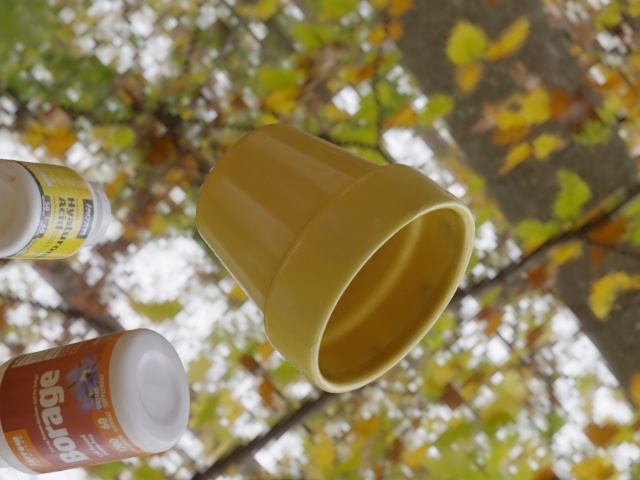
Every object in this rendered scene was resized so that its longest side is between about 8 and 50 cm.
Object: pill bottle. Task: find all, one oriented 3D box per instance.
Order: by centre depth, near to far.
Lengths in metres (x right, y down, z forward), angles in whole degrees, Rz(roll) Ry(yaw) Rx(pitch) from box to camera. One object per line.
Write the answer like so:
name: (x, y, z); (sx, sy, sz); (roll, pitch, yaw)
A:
pill bottle: (-0.188, -0.020, 1.191); (0.065, 0.065, 0.116); (-33, 168, 18)
pill bottle: (-0.245, 0.162, 1.741); (0.216, 0.121, 0.121); (-14, -145, 27)

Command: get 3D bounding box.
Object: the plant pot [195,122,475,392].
plant pot: (0.000, 0.000, 1.975); (0.239, 0.254, 0.254); (37, -102, 28)
